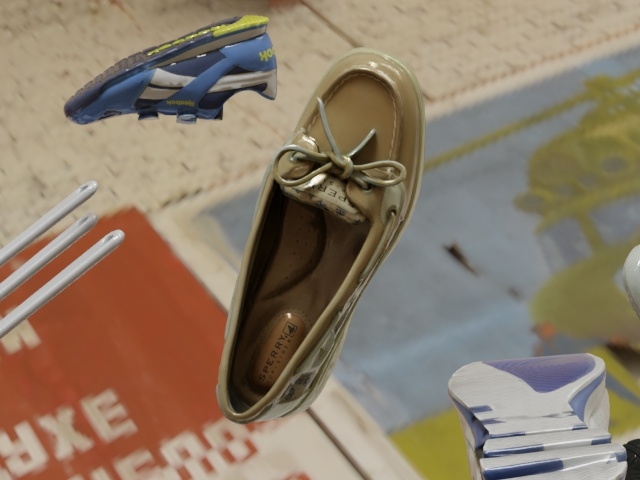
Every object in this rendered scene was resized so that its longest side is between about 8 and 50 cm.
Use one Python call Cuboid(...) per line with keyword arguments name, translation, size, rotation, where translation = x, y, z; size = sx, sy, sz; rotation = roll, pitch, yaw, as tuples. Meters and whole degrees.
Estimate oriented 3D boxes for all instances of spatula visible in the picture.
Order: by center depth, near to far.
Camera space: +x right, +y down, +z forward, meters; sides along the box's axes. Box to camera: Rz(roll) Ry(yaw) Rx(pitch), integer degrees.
Cuboid(name="spatula", translation=(-0.230, 0.055, 1.279), size=(0.242, 0.168, 0.019), rotation=(-37, -69, -2))

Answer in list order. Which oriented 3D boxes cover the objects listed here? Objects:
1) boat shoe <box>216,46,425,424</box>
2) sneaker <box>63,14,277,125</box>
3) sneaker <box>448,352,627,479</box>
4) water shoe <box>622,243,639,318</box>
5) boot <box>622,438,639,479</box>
Cuboid(name="boat shoe", translation=(0.000, 0.000, 1.404), size=(0.104, 0.089, 0.285), rotation=(18, -83, 11))
Cuboid(name="sneaker", translation=(-0.093, -0.096, 1.251), size=(0.144, 0.053, 0.059), rotation=(-19, -72, 4))
Cuboid(name="sneaker", translation=(0.167, 0.209, 1.480), size=(0.127, 0.315, 0.182), rotation=(-4, -74, 3))
Cuboid(name="water shoe", translation=(0.285, 0.053, 1.208), size=(0.203, 0.080, 0.073), rotation=(33, -126, -2))
Cuboid(name="boot", translation=(0.275, 0.236, 1.682), size=(0.099, 0.045, 0.121), rotation=(28, -87, -37))
